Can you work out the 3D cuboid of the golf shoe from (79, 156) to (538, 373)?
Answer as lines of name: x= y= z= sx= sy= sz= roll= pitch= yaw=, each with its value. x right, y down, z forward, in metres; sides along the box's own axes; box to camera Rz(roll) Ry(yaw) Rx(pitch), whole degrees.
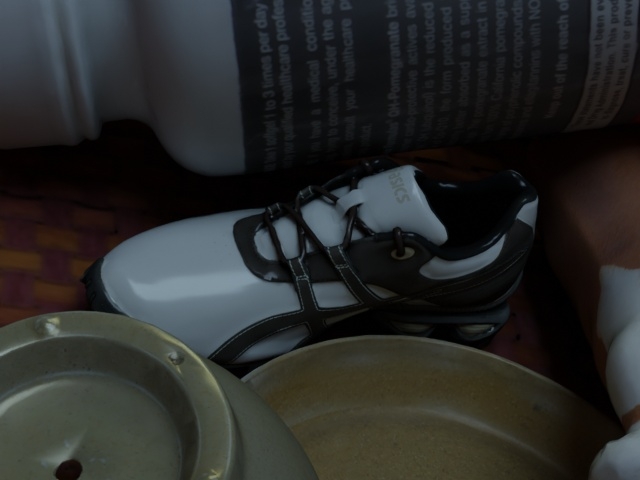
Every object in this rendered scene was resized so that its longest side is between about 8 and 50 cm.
golf shoe: x=0.000 y=0.000 z=0.612 sx=0.198 sy=0.094 sz=0.077 roll=-5 pitch=52 yaw=-26

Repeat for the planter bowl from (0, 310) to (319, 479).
planter bowl: x=-0.070 y=0.090 z=0.446 sx=0.162 sy=0.109 sz=0.162 roll=0 pitch=50 yaw=0

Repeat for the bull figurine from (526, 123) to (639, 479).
bull figurine: x=0.174 y=0.043 z=0.609 sx=0.188 sy=0.101 sz=0.310 roll=22 pitch=29 yaw=-17

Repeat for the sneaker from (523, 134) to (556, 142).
sneaker: x=0.078 y=-0.150 z=0.793 sx=0.225 sy=0.093 sz=0.088 roll=36 pitch=44 yaw=13

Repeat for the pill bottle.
pill bottle: x=0.009 y=-0.122 z=0.636 sx=0.318 sy=0.176 sz=0.176 roll=-8 pitch=49 yaw=-5

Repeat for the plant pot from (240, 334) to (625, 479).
plant pot: x=0.051 y=0.137 z=0.546 sx=0.236 sy=0.032 sz=0.236 roll=13 pitch=43 yaw=-13
